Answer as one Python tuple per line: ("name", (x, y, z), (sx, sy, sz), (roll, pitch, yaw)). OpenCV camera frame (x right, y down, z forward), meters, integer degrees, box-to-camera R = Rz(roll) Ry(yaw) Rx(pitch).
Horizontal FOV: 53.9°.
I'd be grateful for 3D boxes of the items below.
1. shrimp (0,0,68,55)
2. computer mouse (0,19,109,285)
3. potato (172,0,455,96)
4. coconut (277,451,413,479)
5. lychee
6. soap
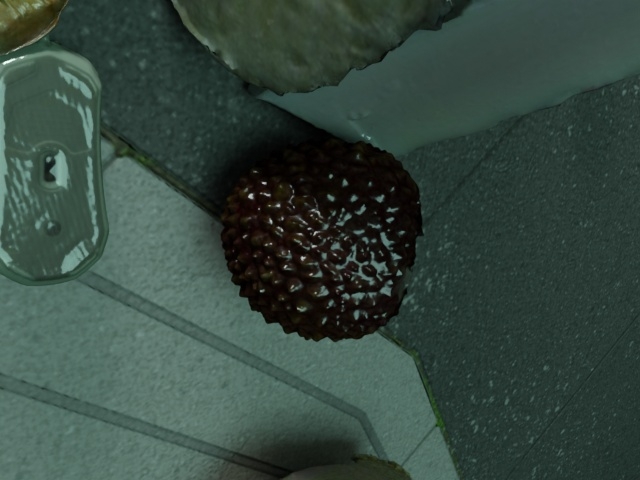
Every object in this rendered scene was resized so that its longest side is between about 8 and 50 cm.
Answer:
("shrimp", (-0.186, -0.180, 0.393), (0.180, 0.041, 0.099), (-36, 110, -27))
("computer mouse", (-0.201, -0.060, 0.443), (0.089, 0.056, 0.181), (-9, 107, -46))
("potato", (0.072, -0.317, 0.393), (0.296, 0.290, 0.397), (-37, 142, -35))
("coconut", (0.001, 0.396, 0.699), (0.310, 0.297, 0.297), (5, 109, -42))
("lychee", (0.000, 0.000, 0.561), (0.188, 0.188, 0.188), (-18, 122, -31))
("soap", (0.125, -0.149, 0.501), (0.257, 0.302, 0.159), (-54, 137, 1))
